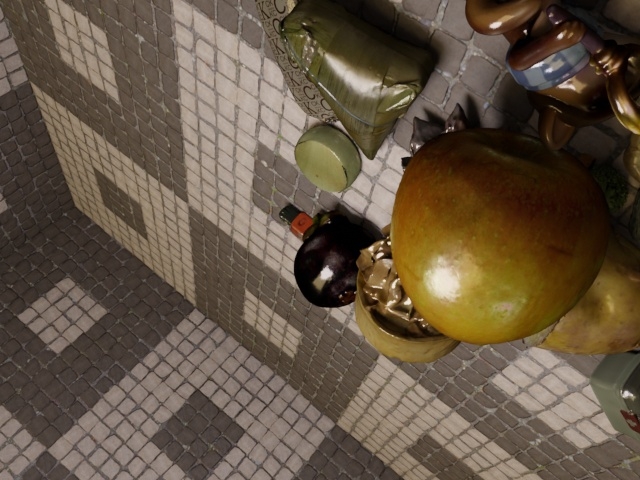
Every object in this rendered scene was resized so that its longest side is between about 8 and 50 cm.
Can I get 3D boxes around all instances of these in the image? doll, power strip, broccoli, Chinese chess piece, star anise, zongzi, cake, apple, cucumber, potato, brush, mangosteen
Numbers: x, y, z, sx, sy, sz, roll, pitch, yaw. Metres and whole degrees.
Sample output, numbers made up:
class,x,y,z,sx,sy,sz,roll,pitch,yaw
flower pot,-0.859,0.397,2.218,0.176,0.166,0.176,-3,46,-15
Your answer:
class,x,y,z,sx,sy,sz,roll,pitch,yaw
doll,0.365,-0.316,0.858,0.209,0.318,0.340,-20,127,33
power strip,0.496,-0.100,1.147,0.028,0.049,0.178,36,150,26
broccoli,0.528,-0.091,1.080,0.095,0.092,0.097,35,175,11
Chinese chess piece,0.019,-0.219,1.558,0.188,0.083,0.189,28,148,20
star anise,0.307,-0.142,1.260,0.331,0.117,0.332,31,143,27
zongzi,0.045,-0.340,1.285,0.322,0.160,0.360,33,156,3
cake,0.247,0.102,1.435,0.332,0.332,0.321,32,149,21
apple,0.298,-0.009,1.016,0.373,0.384,0.375,1,117,1
cucumber,0.604,-0.050,1.064,0.064,0.064,0.112,21,143,35
potato,0.575,0.112,1.160,0.237,0.301,0.289,18,180,5
brush,0.000,0.000,1.867,0.323,0.070,0.051,39,152,3
mangosteen,0.039,0.045,1.722,0.275,0.274,0.302,100,151,-55

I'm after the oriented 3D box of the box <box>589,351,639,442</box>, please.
class,x,y,z,sx,sy,sz,roll,pitch,yaw
box,0.736,0.362,1.343,0.210,0.148,0.129,56,160,-19

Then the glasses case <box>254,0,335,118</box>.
class,x,y,z,sx,sy,sz,roll,pitch,yaw
glasses case,-0.045,-0.446,1.340,0.137,0.085,0.355,8,134,42

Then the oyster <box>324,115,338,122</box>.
class,x,y,z,sx,sy,sz,roll,pitch,yaw
oyster,0.029,-0.321,1.473,0.083,0.019,0.054,-2,127,52

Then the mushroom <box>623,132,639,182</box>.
class,x,y,z,sx,sy,sz,roll,pitch,yaw
mushroom,0.570,-0.145,0.938,0.148,0.112,0.148,31,156,15
